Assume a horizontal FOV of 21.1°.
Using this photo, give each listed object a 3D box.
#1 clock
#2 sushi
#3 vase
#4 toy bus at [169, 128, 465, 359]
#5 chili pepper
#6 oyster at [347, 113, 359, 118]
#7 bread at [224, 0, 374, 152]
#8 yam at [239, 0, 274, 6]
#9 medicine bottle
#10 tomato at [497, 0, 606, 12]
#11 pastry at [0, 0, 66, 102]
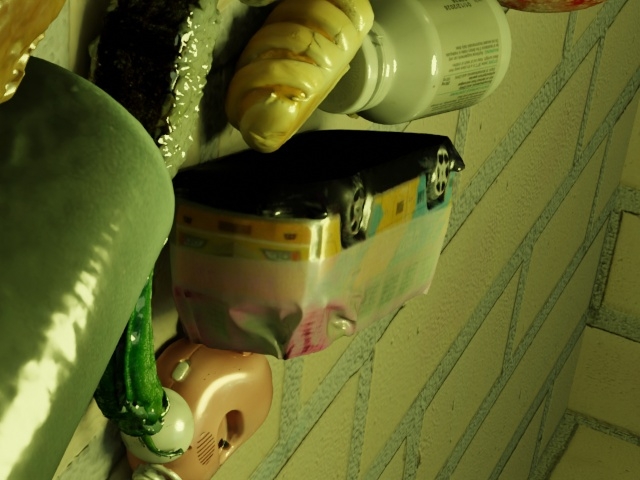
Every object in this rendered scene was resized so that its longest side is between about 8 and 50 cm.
[{"bbox_3d":[-0.115,0.167,1.570,0.162,0.092,0.166,-55,158,-33],"label":"clock"},{"bbox_3d":[-0.125,-0.119,1.249,0.090,0.078,0.150,-44,149,-67],"label":"sushi"},{"bbox_3d":[-0.214,0.045,0.941,0.245,0.245,0.291,86,23,-52],"label":"vase"},{"bbox_3d":[0.000,0.000,1.562,0.386,0.171,0.162,-24,117,-66],"label":"toy bus"},{"bbox_3d":[-0.153,0.073,1.389,0.122,0.065,0.279,-33,135,-54],"label":"chili pepper"},{"bbox_3d":[0.073,-0.191,1.809,0.177,0.056,0.105,-62,149,-26],"label":"oyster"},{"bbox_3d":[-0.021,-0.157,1.490,0.177,0.084,0.119,-57,-177,-36],"label":"bread"},{"bbox_3d":[0.015,-0.286,1.498,0.356,0.081,0.081,-42,148,-54],"label":"yam"},{"bbox_3d":[0.078,-0.182,1.672,0.215,0.135,0.135,-17,127,-47],"label":"medicine bottle"},{"bbox_3d":[0.241,-0.388,1.751,0.316,0.282,0.317,-155,-90,-86],"label":"tomato"},{"bbox_3d":[-0.234,-0.130,0.727,0.284,0.184,0.316,93,22,-58],"label":"pastry"}]
